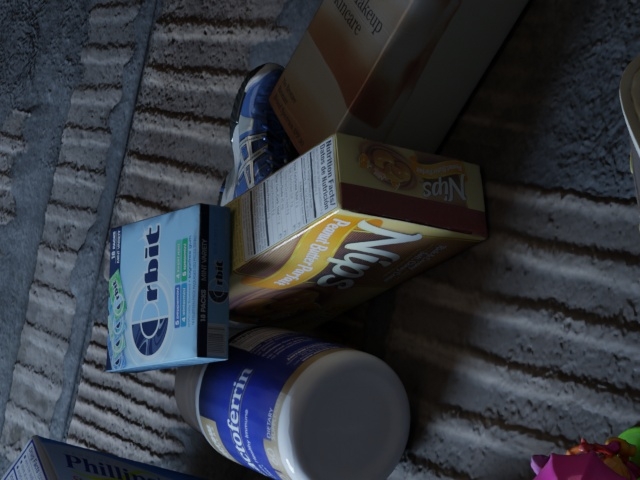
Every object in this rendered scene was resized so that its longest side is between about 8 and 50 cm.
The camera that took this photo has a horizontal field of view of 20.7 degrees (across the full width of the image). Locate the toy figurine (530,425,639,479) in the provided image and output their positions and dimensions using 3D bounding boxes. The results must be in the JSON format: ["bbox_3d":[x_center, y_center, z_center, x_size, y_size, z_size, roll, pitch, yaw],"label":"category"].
[{"bbox_3d":[0.232,0.198,1.418,0.173,0.159,0.130,40,113,54],"label":"toy figurine"}]

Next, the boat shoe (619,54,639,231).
[{"bbox_3d":[0.315,0.000,1.419,0.116,0.097,0.324,-15,64,9],"label":"boat shoe"}]

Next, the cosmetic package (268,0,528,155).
[{"bbox_3d":[0.084,-0.210,1.796,0.296,0.129,0.153,-60,36,24],"label":"cosmetic package"}]

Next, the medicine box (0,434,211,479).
[{"bbox_3d":[-0.266,0.389,1.965,0.289,0.263,0.149,-52,41,20],"label":"medicine box"}]

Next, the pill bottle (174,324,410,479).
[{"bbox_3d":[-0.038,0.171,1.832,0.264,0.153,0.153,11,89,57],"label":"pill bottle"}]

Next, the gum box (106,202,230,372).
[{"bbox_3d":[-0.159,0.053,1.819,0.184,0.041,0.157,-13,73,52],"label":"gum box"}]

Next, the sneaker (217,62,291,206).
[{"bbox_3d":[-0.059,-0.099,2.030,0.081,0.080,0.211,19,105,50],"label":"sneaker"}]

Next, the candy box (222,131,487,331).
[{"bbox_3d":[0.000,0.000,1.802,0.316,0.183,0.087,-31,57,48],"label":"candy box"}]
